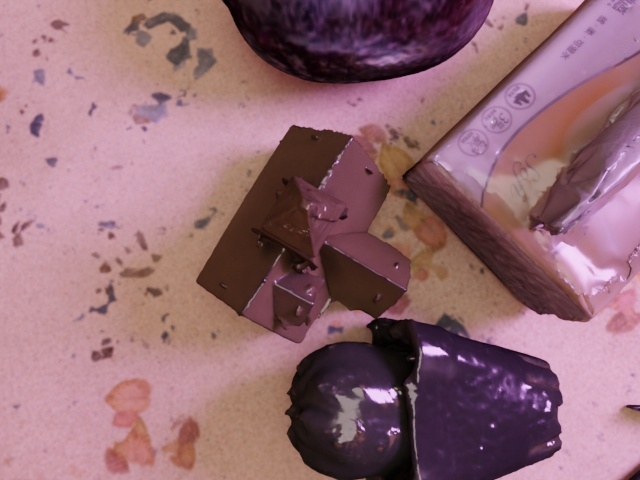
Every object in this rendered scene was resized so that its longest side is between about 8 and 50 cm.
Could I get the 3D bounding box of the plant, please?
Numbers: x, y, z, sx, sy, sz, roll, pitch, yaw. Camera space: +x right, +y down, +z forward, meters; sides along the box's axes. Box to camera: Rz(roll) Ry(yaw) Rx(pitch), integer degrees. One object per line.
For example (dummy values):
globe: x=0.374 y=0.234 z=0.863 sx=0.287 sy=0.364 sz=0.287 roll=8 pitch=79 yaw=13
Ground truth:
plant: x=0.093 y=0.156 z=0.560 sx=0.255 sy=0.142 sz=0.165 roll=6 pitch=84 yaw=-14

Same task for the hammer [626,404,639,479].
hammer: x=0.292 y=0.280 z=0.608 sx=0.289 sy=0.037 sz=0.137 roll=-33 pitch=88 yaw=-6

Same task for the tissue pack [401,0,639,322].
tissue pack: x=0.268 y=-0.103 z=0.551 sx=0.305 sy=0.238 sz=0.238 roll=-43 pitch=88 yaw=-6

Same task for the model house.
model house: x=0.000 y=0.000 z=0.513 sx=0.176 sy=0.248 sz=0.181 roll=31 pitch=85 yaw=0

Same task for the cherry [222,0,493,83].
cherry: x=0.044 y=-0.276 z=0.557 sx=0.296 sy=0.218 sz=0.255 roll=-18 pitch=92 yaw=1
